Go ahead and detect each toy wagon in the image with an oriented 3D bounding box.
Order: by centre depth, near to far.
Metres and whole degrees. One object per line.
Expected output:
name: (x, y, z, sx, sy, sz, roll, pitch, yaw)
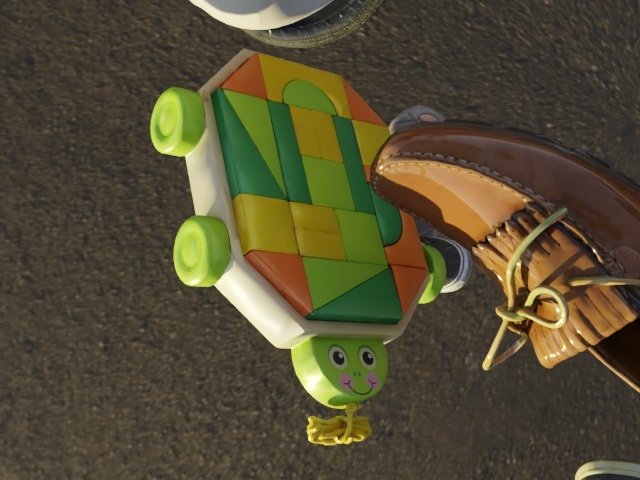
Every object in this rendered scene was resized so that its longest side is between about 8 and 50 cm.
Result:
toy wagon: (0.000, 0.000, 0.823, 0.068, 0.267, 0.344, -35, 59, 42)

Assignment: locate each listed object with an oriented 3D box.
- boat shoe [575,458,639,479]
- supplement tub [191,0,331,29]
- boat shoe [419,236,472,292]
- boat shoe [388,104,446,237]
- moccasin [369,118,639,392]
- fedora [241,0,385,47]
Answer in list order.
boat shoe: (0.286, 0.235, 0.693, 0.224, 0.073, 0.080, 26, 144, 8)
supplement tub: (-0.069, -0.284, 0.414, 0.331, 0.241, 0.241, 45, 108, 3)
boat shoe: (0.061, 0.028, 1.088, 0.228, 0.076, 0.080, 2, 82, 45)
boat shoe: (0.116, -0.036, 1.394, 0.123, 0.116, 0.324, 19, 101, -1)
moccasin: (0.199, 0.043, 0.714, 0.380, 0.139, 0.147, 35, 68, -5)
fedora: (-0.023, -0.460, 1.440, 0.334, 0.152, 0.334, 7, 126, 10)
